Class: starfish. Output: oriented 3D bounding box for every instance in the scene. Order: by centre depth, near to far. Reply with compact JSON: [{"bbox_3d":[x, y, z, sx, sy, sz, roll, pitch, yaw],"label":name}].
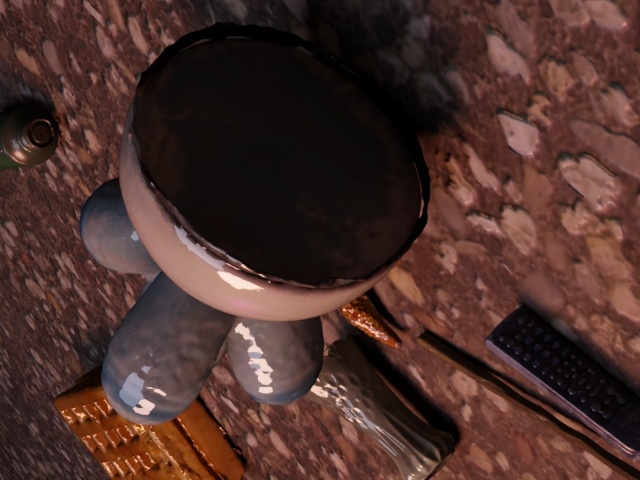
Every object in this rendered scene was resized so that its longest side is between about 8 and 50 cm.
[{"bbox_3d":[-0.001,0.001,1.340,0.240,0.043,0.227,53,157,-8],"label":"starfish"}]

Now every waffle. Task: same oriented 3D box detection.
[{"bbox_3d":[-0.235,0.261,2.057,0.224,0.098,0.327,53,157,-7],"label":"waffle"}]

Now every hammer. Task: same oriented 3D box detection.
[{"bbox_3d":[0.180,0.141,1.233,0.292,0.029,0.058,32,148,41],"label":"hammer"}]

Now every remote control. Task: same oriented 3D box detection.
[{"bbox_3d":[0.193,0.110,1.139,0.152,0.043,0.027,41,162,23],"label":"remote control"}]

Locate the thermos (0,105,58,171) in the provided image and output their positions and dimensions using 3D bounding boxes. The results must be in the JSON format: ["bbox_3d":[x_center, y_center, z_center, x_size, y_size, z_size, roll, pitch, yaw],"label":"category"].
[{"bbox_3d":[-0.362,-0.120,1.772,0.187,0.083,0.073,-2,77,60],"label":"thermos"}]

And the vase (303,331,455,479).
[{"bbox_3d":[0.056,0.164,1.424,0.148,0.081,0.081,41,154,13],"label":"vase"}]

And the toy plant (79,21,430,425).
[{"bbox_3d":[-0.080,0.018,1.194,0.247,0.247,0.332,47,142,12],"label":"toy plant"}]
